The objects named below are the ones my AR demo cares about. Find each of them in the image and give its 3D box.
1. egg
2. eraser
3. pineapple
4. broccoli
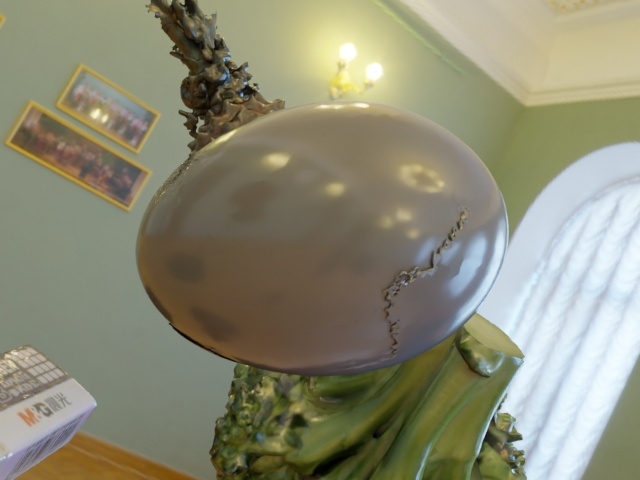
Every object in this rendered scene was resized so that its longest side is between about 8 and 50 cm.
[{"bbox_3d":[0.000,0.000,0.386,0.199,0.146,0.146,-11,-13,6],"label":"egg"},{"bbox_3d":[-0.370,0.203,0.787,0.130,0.086,0.287,36,4,3],"label":"eraser"},{"bbox_3d":[-0.098,-0.133,0.830,0.175,0.175,0.361,88,-20,-82],"label":"pineapple"},{"bbox_3d":[0.058,0.176,0.577,0.288,0.259,0.235,28,-8,-9],"label":"broccoli"}]
